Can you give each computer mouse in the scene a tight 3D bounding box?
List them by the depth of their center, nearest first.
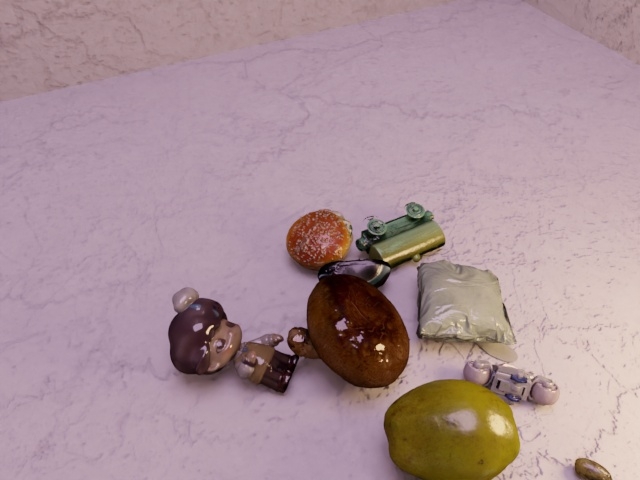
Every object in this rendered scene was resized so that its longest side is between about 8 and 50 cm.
[{"bbox_3d":[0.109,0.119,1.839,0.233,0.137,0.097,-5,64,-7],"label":"computer mouse"}]

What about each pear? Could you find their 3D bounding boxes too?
[{"bbox_3d":[0.309,0.459,1.405,0.307,0.253,0.253,-10,44,4],"label":"pear"}]

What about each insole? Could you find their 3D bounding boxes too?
[{"bbox_3d":[0.487,0.300,1.739,0.197,0.004,0.065,29,51,27],"label":"insole"}]

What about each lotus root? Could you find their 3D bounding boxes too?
[{"bbox_3d":[0.667,0.565,1.433,0.099,0.054,0.049,26,71,26],"label":"lotus root"}]

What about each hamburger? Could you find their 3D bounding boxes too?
[{"bbox_3d":[-0.004,-0.001,1.947,0.236,0.147,0.237,-2,45,2],"label":"hamburger"}]

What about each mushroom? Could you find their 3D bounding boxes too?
[{"bbox_3d":[0.104,0.245,1.625,0.345,0.239,0.345,11,64,-24],"label":"mushroom"}]

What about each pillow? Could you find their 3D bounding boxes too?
[{"bbox_3d":[0.425,0.186,1.762,0.283,0.138,0.310,8,41,1],"label":"pillow"}]

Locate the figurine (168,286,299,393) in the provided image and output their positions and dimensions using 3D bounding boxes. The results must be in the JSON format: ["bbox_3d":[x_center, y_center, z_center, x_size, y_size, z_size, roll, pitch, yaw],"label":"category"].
[{"bbox_3d":[-0.247,0.290,1.606,0.364,0.206,0.218,14,58,12],"label":"figurine"}]

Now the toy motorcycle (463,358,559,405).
[{"bbox_3d":[0.517,0.379,1.606,0.254,0.113,0.112,14,46,13],"label":"toy motorcycle"}]

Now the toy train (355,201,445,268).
[{"bbox_3d":[0.272,-0.012,1.972,0.307,0.126,0.189,-21,48,-21],"label":"toy train"}]
